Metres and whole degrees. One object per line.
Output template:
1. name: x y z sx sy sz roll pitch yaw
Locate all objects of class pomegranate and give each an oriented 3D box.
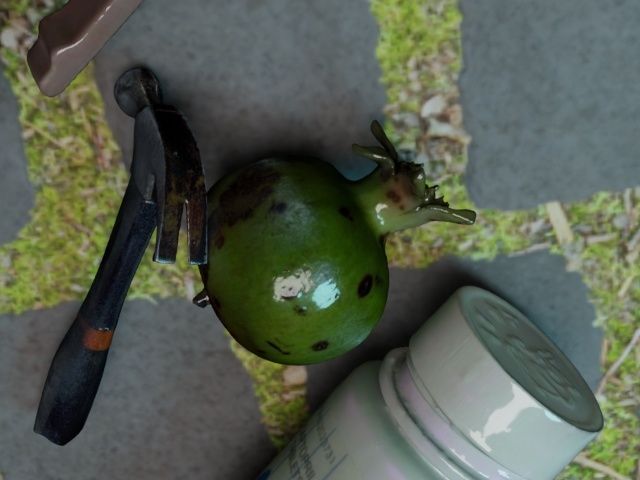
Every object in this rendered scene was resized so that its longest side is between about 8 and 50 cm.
1. pomegranate: -0.006 -0.003 0.820 0.148 0.148 0.169 38 98 -17

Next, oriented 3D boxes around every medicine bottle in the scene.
1. medicine bottle: 0.056 0.182 0.888 0.170 0.170 0.293 35 110 -16

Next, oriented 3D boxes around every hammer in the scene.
1. hammer: -0.144 0.039 0.859 0.037 0.137 0.290 3 128 -32

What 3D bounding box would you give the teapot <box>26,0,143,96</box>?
1. teapot: -0.231 -0.205 0.638 0.376 0.306 0.362 20 123 -46
